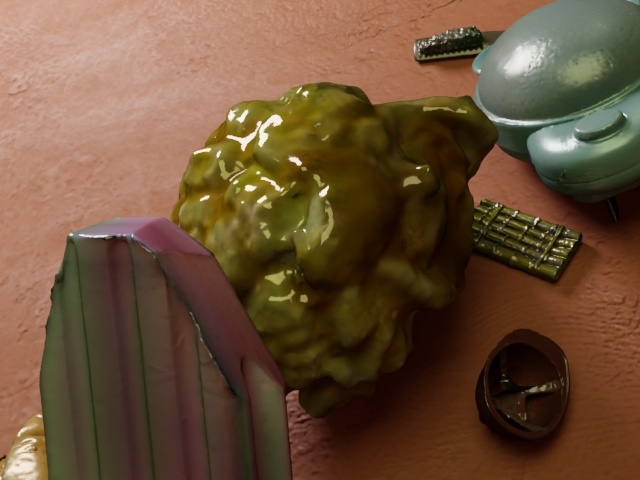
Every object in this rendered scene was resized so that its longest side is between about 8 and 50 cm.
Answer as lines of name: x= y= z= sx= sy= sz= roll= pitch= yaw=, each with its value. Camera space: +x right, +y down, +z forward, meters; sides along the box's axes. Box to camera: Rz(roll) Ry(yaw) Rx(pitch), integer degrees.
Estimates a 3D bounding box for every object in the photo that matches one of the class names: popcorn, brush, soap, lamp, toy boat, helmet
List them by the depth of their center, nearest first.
soap: x=-0.131 y=0.144 z=1.354 sx=0.193 sy=0.323 sz=0.109 roll=-1 pitch=10 yaw=23
helmet: x=0.178 y=0.141 z=1.488 sx=0.089 sy=0.057 sz=0.111 roll=34 pitch=54 yaw=-7
popcorn: x=0.002 y=-0.007 z=1.501 sx=0.279 sy=0.274 sz=0.335 roll=19 pitch=48 yaw=-6
toy boat: x=0.199 y=-0.002 z=1.619 sx=0.115 sy=0.016 sz=0.063 roll=22 pitch=61 yaw=27
lamp: x=0.264 y=-0.148 z=1.631 sx=0.209 sy=0.147 sz=0.284 roll=-23 pitch=50 yaw=11
brush: x=0.196 y=-0.226 z=1.789 sx=0.190 sy=0.027 sz=0.034 roll=-4 pitch=54 yaw=9

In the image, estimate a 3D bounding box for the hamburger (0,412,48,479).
hamburger: x=-0.234 y=0.236 z=1.460 sx=0.135 sy=0.155 sz=0.207 roll=-5 pitch=46 yaw=7
